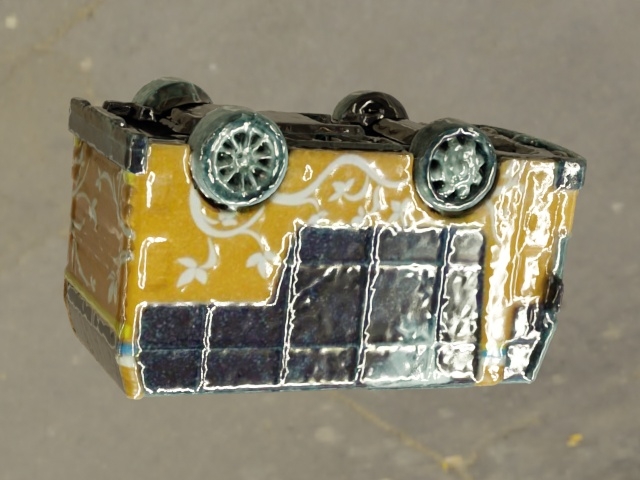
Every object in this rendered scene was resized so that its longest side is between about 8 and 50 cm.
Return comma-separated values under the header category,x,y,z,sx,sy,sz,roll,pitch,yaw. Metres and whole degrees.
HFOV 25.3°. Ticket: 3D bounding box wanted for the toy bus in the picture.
category,x,y,z,sx,sy,sz,roll,pitch,yaw
toy bus,0.000,0.000,0.958,0.323,0.162,0.194,1,103,-25
